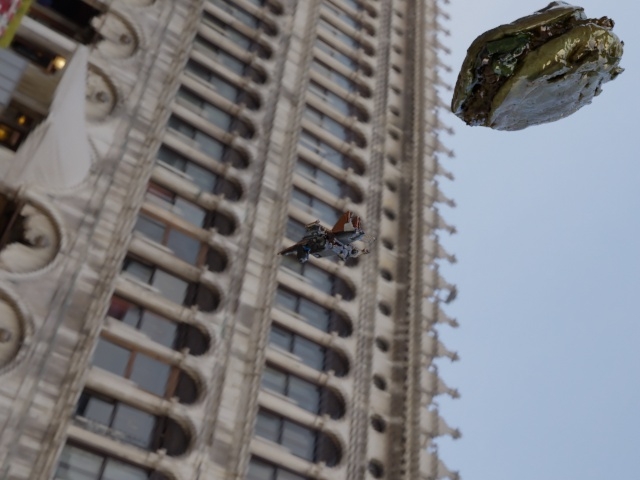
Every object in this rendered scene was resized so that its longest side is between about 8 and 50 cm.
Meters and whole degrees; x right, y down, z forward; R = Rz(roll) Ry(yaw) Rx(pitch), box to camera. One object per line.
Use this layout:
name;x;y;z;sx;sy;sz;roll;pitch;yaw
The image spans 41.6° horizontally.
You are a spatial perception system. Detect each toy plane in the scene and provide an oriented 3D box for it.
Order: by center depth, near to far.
toy plane;-0.001;0.010;1.410;0.188;0.135;0.062;-26;-130;30

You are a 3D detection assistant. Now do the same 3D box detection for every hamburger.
hamburger;0.266;-0.221;1.070;0.183;0.206;0.130;93;-19;-67
